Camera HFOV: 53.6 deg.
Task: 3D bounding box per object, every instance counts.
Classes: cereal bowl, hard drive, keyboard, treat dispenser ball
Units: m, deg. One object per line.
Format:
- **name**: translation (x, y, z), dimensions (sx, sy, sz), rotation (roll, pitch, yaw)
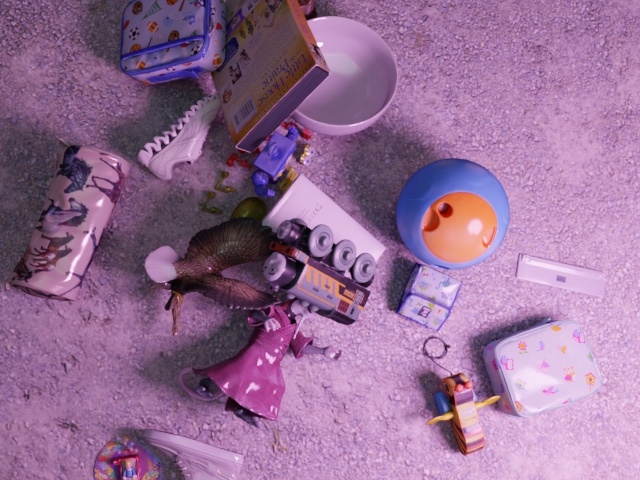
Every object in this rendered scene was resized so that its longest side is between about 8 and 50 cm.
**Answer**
- **cereal bowl**: translation (0.033, -0.433, 1.737), dimensions (0.339, 0.141, 0.339), rotation (3, 74, -9)
- **hard drive**: translation (0.000, 0.000, 1.675), dimensions (0.307, 0.040, 0.203), rotation (41, 78, -13)
- **keyboard**: translation (0.677, 0.099, 1.783), dimensions (0.256, 0.014, 0.072), rotation (12, 84, -3)
- **treat dispenser ball**: translation (0.340, -0.068, 1.637), dimensions (0.288, 0.288, 0.288), rotation (1, 80, -6)

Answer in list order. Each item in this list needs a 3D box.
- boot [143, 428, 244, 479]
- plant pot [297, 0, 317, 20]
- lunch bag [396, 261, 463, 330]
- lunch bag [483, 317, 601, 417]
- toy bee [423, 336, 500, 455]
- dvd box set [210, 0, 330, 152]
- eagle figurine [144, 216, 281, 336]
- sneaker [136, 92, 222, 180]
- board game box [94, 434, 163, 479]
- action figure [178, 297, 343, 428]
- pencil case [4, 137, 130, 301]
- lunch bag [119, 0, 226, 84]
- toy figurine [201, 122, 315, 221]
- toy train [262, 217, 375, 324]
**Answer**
- **boot**: translation (-0.324, 0.552, 1.551), dimensions (0.258, 0.095, 0.123), rotation (19, 72, -3)
- **plant pot**: translation (-0.083, -0.657, 1.762), dimensions (0.167, 0.165, 0.167), rotation (1, 81, -5)
- **lunch bag**: translation (0.289, 0.152, 1.695), dimensions (0.129, 0.096, 0.151), rotation (24, 93, -4)
- **lunch bag**: translation (0.584, 0.331, 1.674), dimensions (0.279, 0.108, 0.224), rotation (-15, 75, -15)
- **toy bee**: translation (0.345, 0.408, 1.615), dimensions (0.195, 0.162, 0.298), rotation (-38, 86, -10)
- **dvd box set**: translation (-0.157, -0.478, 1.612), dimensions (0.307, 0.062, 0.420), rotation (-40, 56, 30)
- **eagle figurine**: translation (-0.256, 0.081, 1.570), dimensions (0.298, 0.225, 0.226), rotation (-18, 98, 28)
- **sneaker**: translation (-0.350, -0.280, 1.705), dimensions (0.292, 0.110, 0.118), rotation (-43, 96, -5)
- **board game box**: translation (-0.478, 0.571, 1.565), dimensions (0.168, 0.033, 0.133), rotation (38, 78, 2)
- **action figure**: translation (-0.133, 0.279, 1.611), dimensions (0.248, 0.275, 0.370), rotation (48, 57, -28)
- **pencil case**: translation (-0.638, -0.042, 1.594), dimensions (0.183, 0.160, 0.410), rotation (20, 78, -11)
- **lunch bag**: translation (-0.388, -0.540, 1.678), dimensions (0.303, 0.115, 0.243), rotation (-6, 76, 24)
- **toy figurine**: translation (-0.158, -0.197, 1.644), dimensions (0.191, 0.217, 0.362), rotation (35, 78, 1)
- **toy train**: translation (0.003, 0.077, 1.541), dimensions (0.334, 0.142, 0.190), rotation (32, 79, -43)
